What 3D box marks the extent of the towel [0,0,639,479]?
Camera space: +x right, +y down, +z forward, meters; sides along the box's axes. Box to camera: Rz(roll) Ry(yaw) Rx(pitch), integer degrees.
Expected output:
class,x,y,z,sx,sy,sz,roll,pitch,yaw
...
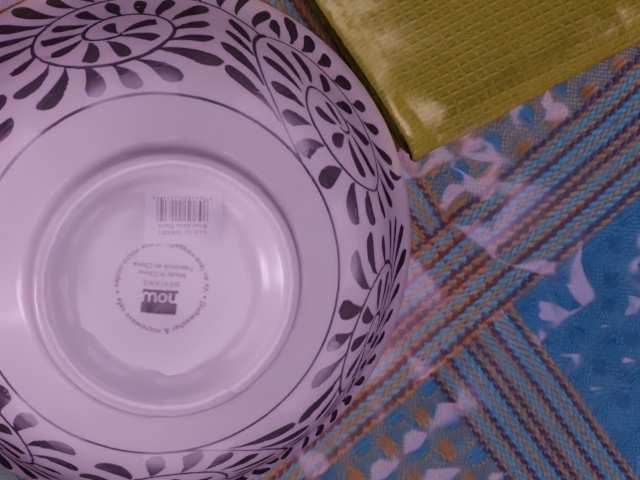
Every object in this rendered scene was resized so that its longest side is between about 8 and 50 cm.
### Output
class,x,y,z,sx,sy,sz,roll,pitch,yaw
towel,0.000,0.000,0.648,0.271,0.040,0.370,-38,104,-11

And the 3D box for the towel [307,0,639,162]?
class,x,y,z,sx,sy,sz,roll,pitch,yaw
towel,0.010,-0.139,0.570,0.102,0.021,0.237,-27,113,17

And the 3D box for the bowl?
class,x,y,z,sx,sy,sz,roll,pitch,yaw
bowl,-0.048,0.007,0.563,0.170,0.080,0.170,-2,100,-10
